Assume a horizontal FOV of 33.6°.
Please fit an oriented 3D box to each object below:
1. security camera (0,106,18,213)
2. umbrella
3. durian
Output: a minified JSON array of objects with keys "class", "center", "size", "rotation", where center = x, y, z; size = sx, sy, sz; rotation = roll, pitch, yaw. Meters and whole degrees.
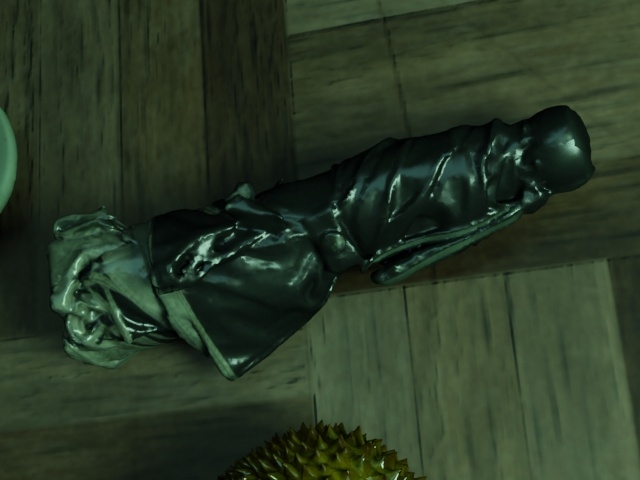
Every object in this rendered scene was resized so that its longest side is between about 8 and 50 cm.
[{"class":"security camera","center":[-0.364,-0.018,0.789],"size":[0.301,0.080,0.157],"rotation":[-22,67,-4]},{"class":"umbrella","center":[-0.001,-0.001,0.671],"size":[0.358,0.113,0.106],"rotation":[-17,48,8]},{"class":"durian","center":[-0.004,0.182,0.610],"size":[0.168,0.137,0.158],"rotation":[19,59,32]}]
